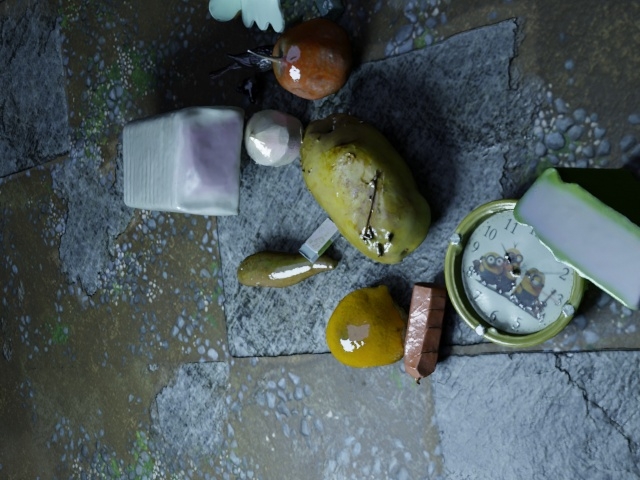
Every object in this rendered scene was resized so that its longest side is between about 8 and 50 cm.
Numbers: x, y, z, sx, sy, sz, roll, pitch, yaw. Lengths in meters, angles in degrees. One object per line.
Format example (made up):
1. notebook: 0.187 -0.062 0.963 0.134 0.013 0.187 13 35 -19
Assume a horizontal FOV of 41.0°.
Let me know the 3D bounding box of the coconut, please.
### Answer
1. coconut: -0.095 -0.193 1.623 0.110 0.124 0.110 1 92 39

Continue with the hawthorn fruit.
1. hawthorn fruit: -0.022 -0.314 1.529 0.149 0.189 0.149 23 135 26

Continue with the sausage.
1. sausage: 0.177 0.158 1.449 0.065 0.065 0.169 14 101 40

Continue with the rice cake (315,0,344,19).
1. rice cake: -0.016 -0.525 1.591 0.042 0.045 0.245 -28 74 39

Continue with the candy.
1. candy: -0.280 -0.158 1.715 0.359 0.145 0.208 9 98 60

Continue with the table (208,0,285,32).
1. table: -0.114 -0.468 1.564 0.198 0.167 0.166 32 114 59

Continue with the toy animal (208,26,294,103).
1. toy animal: -0.117 -0.350 1.674 0.202 0.070 0.105 -31 115 30

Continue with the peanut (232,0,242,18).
1. peanut: -0.172 -0.556 1.693 0.103 0.098 0.229 6 94 9

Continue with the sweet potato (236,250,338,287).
1. sweet potato: -0.075 0.051 1.653 0.244 0.077 0.077 -9 86 42

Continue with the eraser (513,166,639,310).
1. eraser: 0.398 -0.014 1.108 0.210 0.274 0.092 43 120 31

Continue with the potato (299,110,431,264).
1. potato: 0.071 -0.102 1.475 0.300 0.140 0.173 56 131 22

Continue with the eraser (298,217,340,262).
1. eraser: 0.000 0.000 1.594 0.083 0.019 0.038 -48 57 -4

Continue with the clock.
1. clock: 0.307 0.049 1.335 0.237 0.057 0.237 3 95 39

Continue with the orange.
1. orange: 0.075 0.160 1.512 0.160 0.112 0.169 35 125 34
